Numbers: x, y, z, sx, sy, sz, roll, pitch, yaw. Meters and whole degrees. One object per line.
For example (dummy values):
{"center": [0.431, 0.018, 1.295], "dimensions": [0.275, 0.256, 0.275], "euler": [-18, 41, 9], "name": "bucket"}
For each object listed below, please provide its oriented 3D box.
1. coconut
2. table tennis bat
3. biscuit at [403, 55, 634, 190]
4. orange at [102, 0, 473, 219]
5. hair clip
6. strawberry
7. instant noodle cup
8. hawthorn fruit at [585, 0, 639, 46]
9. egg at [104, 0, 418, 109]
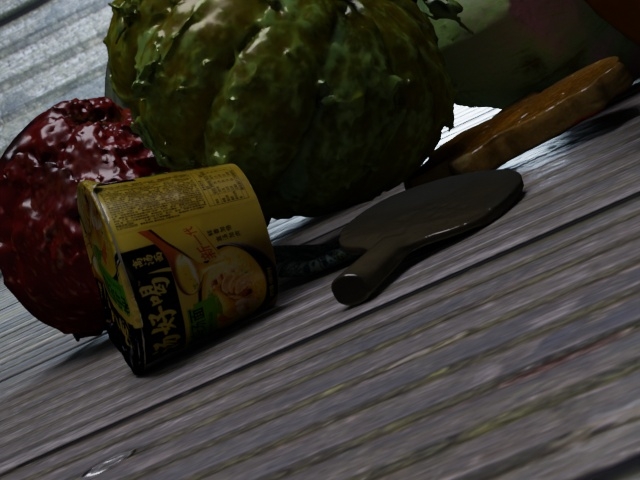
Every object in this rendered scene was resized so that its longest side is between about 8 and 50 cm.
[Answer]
{"center": [0.210, -0.213, 1.598], "dimensions": [0.236, 0.236, 0.204], "euler": [-22, 39, 32], "name": "coconut"}
{"center": [0.064, -0.007, 1.231], "dimensions": [0.131, 0.022, 0.234], "euler": [-9, 16, 28], "name": "table tennis bat"}
{"center": [0.173, -0.094, 1.471], "dimensions": [0.225, 0.036, 0.166], "euler": [-28, 7, 32], "name": "biscuit"}
{"center": [-0.036, -0.132, 1.460], "dimensions": [0.301, 0.300, 0.223], "euler": [-70, 4, -62], "name": "orange"}
{"center": [0.001, 0.002, 1.373], "dimensions": [0.229, 0.036, 0.066], "euler": [-11, 18, 25], "name": "hair clip"}
{"center": [-0.184, -0.034, 1.622], "dimensions": [0.274, 0.220, 0.274], "euler": [-30, 6, 4], "name": "strawberry"}
{"center": [-0.107, 0.012, 1.310], "dimensions": [0.122, 0.151, 0.151], "euler": [-18, 3, -17], "name": "instant noodle cup"}
{"center": [0.323, -0.354, 1.241], "dimensions": [0.472, 0.471, 0.472], "euler": [-26, 6, 3], "name": "hawthorn fruit"}
{"center": [-0.035, -0.204, 1.860], "dimensions": [0.428, 0.345, 0.345], "euler": [-38, 10, -23], "name": "egg"}
